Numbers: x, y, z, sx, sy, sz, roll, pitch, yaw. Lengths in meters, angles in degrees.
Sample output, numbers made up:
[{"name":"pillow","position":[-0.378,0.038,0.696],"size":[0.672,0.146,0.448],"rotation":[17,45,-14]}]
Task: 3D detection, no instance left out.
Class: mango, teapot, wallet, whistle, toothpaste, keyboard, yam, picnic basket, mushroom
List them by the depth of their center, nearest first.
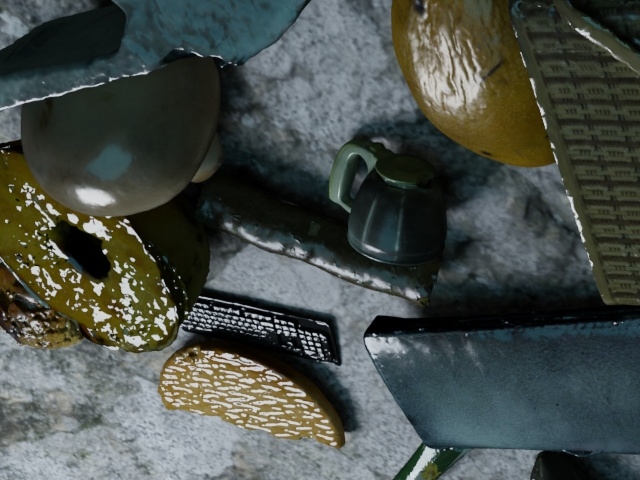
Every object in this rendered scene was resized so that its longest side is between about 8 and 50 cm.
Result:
[{"name":"picnic basket","position":[0.288,-0.122,1.371],"size":[0.175,0.228,0.312],"rotation":[3,132,34]},{"name":"whistle","position":[-0.108,-0.215,1.526],"size":[0.188,0.168,0.405],"rotation":[40,124,-5]},{"name":"mango","position":[0.137,-0.153,1.532],"size":[0.157,0.109,0.262],"rotation":[4,134,25]},{"name":"teapot","position":[0.059,-0.039,1.716],"size":[0.124,0.092,0.090],"rotation":[14,120,12]},{"name":"mushroom","position":[-0.170,-0.111,1.739],"size":[0.204,0.204,0.204],"rotation":[18,138,17]},{"name":"wallet","position":[0.235,0.139,1.798],"size":[0.379,0.046,0.190],"rotation":[-4,129,33]},{"name":"yam","position":[0.000,0.000,1.816],"size":[0.253,0.061,0.061],"rotation":[21,138,14]},{"name":"keyboard","position":[-0.073,0.094,1.990],"size":[0.197,0.015,0.074],"rotation":[12,136,24]},{"name":"toothpaste","position":[0.104,0.257,2.023],"size":[0.049,0.031,0.204],"rotation":[38,137,3]}]

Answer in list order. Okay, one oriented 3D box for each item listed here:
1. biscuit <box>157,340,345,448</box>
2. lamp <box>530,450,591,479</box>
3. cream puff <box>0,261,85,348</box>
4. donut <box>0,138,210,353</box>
[{"name":"biscuit","position":[-0.083,0.161,2.046],"size":[0.224,0.033,0.144],"rotation":[8,137,24]},{"name":"lamp","position":[0.273,0.324,1.934],"size":[0.101,0.101,0.250],"rotation":[-11,111,40]},{"name":"cream puff","position":[-0.309,0.066,2.055],"size":[0.119,0.104,0.133],"rotation":[-9,126,31]},{"name":"donut","position":[-0.225,-0.011,1.904],"size":[0.272,0.107,0.272],"rotation":[26,143,22]}]
